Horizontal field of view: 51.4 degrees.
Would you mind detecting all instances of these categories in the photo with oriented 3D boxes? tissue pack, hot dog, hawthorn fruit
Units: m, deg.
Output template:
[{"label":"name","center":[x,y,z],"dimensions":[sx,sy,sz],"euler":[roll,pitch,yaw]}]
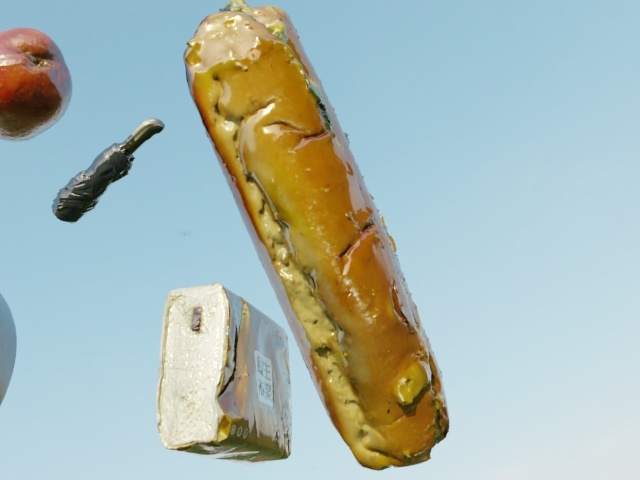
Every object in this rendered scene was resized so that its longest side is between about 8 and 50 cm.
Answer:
[{"label":"tissue pack","center":[-0.109,0.170,0.804],"dimensions":[0.092,0.183,0.226],"euler":[-11,-25,12]},{"label":"hot dog","center":[0.000,0.000,0.360],"dimensions":[0.072,0.269,0.115],"euler":[-21,9,9]},{"label":"hawthorn fruit","center":[-0.327,-0.171,0.720],"dimensions":[0.128,0.128,0.128],"euler":[-16,-35,-11]}]

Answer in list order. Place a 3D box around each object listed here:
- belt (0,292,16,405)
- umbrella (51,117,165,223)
[{"label":"belt","center":[-0.302,0.079,0.247],"dimensions":[0.339,0.217,0.122],"euler":[-26,-40,-16]},{"label":"umbrella","center":[-0.371,-0.128,1.153],"dimensions":[0.248,0.071,0.071],"euler":[-45,-38,11]}]
